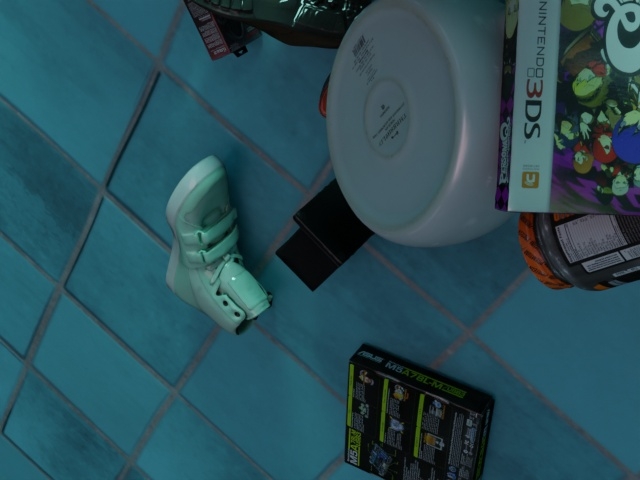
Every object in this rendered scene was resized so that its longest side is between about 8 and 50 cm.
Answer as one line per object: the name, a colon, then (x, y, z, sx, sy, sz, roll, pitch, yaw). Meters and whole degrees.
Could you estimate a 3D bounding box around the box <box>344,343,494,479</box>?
box: (0.120, 0.243, 1.250, 0.184, 0.045, 0.190, 21, 130, 26)

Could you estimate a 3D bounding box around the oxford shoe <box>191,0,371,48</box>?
oxford shoe: (-0.063, -0.243, 1.003, 0.227, 0.082, 0.096, 23, 169, 4)

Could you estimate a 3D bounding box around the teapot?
teapot: (0.134, -0.111, 0.914, 0.256, 0.187, 0.252, 25, 115, 55)

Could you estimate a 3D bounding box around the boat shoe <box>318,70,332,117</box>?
boat shoe: (0.035, -0.169, 1.034, 0.049, 0.043, 0.137, 46, 136, -2)

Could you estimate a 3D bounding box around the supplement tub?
supplement tub: (0.285, -0.022, 0.902, 0.190, 0.117, 0.117, -23, 104, 43)

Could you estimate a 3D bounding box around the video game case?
video game case: (0.257, -0.123, 0.767, 0.232, 0.042, 0.210, 2, 95, -6)

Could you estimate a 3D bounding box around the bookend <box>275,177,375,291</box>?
bookend: (0.000, 0.000, 1.094, 0.072, 0.156, 0.157, 45, 135, 1)

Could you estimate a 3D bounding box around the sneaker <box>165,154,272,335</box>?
sneaker: (-0.112, 0.013, 1.224, 0.151, 0.094, 0.256, 36, 144, 19)

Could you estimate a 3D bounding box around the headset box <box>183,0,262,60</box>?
headset box: (-0.105, -0.240, 1.072, 0.032, 0.062, 0.083, -12, 110, 41)
